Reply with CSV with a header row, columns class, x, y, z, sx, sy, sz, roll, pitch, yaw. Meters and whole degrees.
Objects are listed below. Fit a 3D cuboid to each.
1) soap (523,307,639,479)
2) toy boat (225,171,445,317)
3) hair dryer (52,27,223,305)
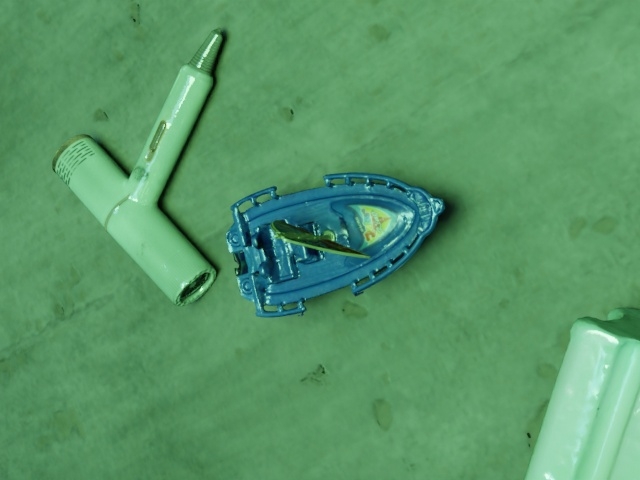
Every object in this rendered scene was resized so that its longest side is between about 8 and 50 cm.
class,x,y,z,sx,sy,sz,roll,pitch,yaw
soap,0.198,0.203,0.752,0.172,0.095,0.290,22,105,28
toy boat,0.000,0.000,0.842,0.175,0.110,0.091,-16,87,29
hair dryer,-0.100,-0.067,0.937,0.155,0.044,0.183,46,112,17
